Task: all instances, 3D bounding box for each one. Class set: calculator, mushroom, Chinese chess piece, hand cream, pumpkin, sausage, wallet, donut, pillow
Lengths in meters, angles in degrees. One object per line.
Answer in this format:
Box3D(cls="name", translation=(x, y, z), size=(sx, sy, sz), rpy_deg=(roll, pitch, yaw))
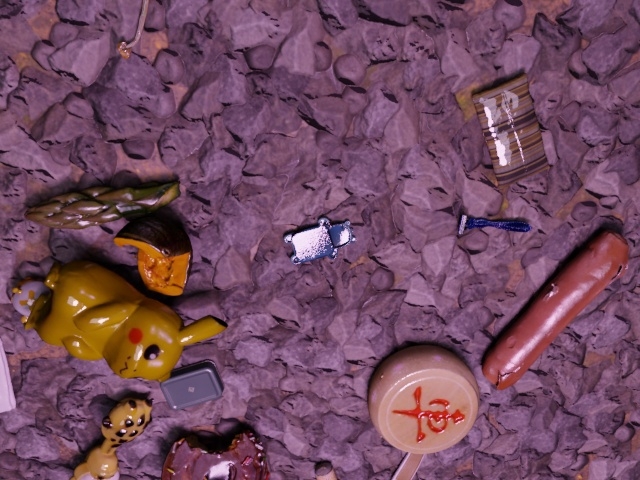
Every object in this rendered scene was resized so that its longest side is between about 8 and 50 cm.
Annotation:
Box3D(cls="calculator", translation=(0.000, 0.000, 1.128), size=(0.141, 0.019, 0.094), rpy_deg=(-17, 112, -2))
Box3D(cls="mushroom", translation=(-0.289, -0.442, 0.929), size=(0.026, 0.028, 0.286), rpy_deg=(31, 108, 28))
Box3D(cls="Chinese chess piece", translation=(0.230, 0.356, 1.246), size=(0.251, 0.097, 0.250), rpy_deg=(-2, 110, -5))
Box3D(cls="hand cream", translation=(0.031, 0.624, 1.339), size=(0.084, 0.084, 0.203), rpy_deg=(-16, 107, 0))
Box3D(cls="pumpkin", translation=(-0.297, 0.014, 1.041), size=(0.119, 0.107, 0.183), rpy_deg=(17, 149, 14))
Box3D(cls="sausage", translation=(0.503, 0.153, 1.204), size=(0.419, 0.094, 0.094), rpy_deg=(-51, 146, 13))
Box3D(cls="wallet", translation=(-0.705, 0.282, 1.148), size=(0.124, 0.032, 0.182), rpy_deg=(-2, 110, -8))
Box3D(cls="donut", translation=(-0.227, 0.524, 1.226), size=(0.231, 0.096, 0.216), rpy_deg=(-13, 75, -15))
Box3D(cls="pillow", translation=(0.371, -0.206, 1.080), size=(0.113, 0.038, 0.203), rpy_deg=(-24, 112, 3))

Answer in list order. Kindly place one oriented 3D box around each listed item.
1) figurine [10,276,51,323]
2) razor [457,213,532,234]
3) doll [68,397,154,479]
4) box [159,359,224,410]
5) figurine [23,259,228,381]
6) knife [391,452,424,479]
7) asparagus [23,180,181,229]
Box3D(cls="figurine", translation=(-0.537, 0.135, 1.093), size=(0.102, 0.068, 0.143), rpy_deg=(-24, 113, -15))
Box3D(cls="razor", translation=(0.357, -0.033, 1.150), size=(0.155, 0.028, 0.044), rpy_deg=(3, 110, -6))
Box3D(cls="doll", translation=(-0.455, 0.449, 1.211), size=(0.117, 0.086, 0.291), rpy_deg=(19, 112, -44))
Box3D(cls="box", translation=(-0.278, 0.315, 1.208), size=(0.126, 0.031, 0.090), rpy_deg=(-16, 111, 1))
Box3D(cls="figurine", translation=(-0.376, 0.167, 1.055), size=(0.327, 0.169, 0.218), rpy_deg=(34, 120, -7))
Box3D(cls="knife", translation=(0.197, 0.583, 1.368), size=(0.046, 0.022, 0.256), rpy_deg=(26, 101, -9))
Box3D(cls="asparagus", translation=(-0.401, -0.062, 1.028), size=(0.288, 0.080, 0.080), rpy_deg=(-6, 111, -3))
